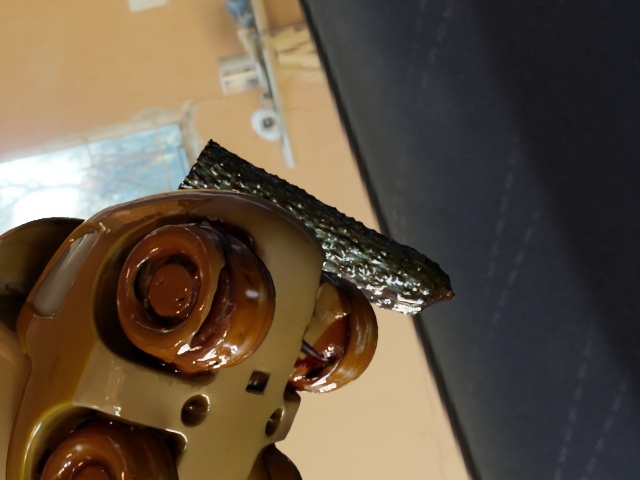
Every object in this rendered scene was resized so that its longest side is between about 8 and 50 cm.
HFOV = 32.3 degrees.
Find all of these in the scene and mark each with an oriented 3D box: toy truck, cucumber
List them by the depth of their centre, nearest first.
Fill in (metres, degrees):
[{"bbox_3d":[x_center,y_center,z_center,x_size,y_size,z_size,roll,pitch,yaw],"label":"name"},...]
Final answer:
[{"bbox_3d":[-0.114,0.098,0.730,0.204,0.212,0.287,23,-92,-57],"label":"toy truck"},{"bbox_3d":[0.000,0.000,1.336,0.096,0.359,0.096,-59,7,11],"label":"cucumber"}]
